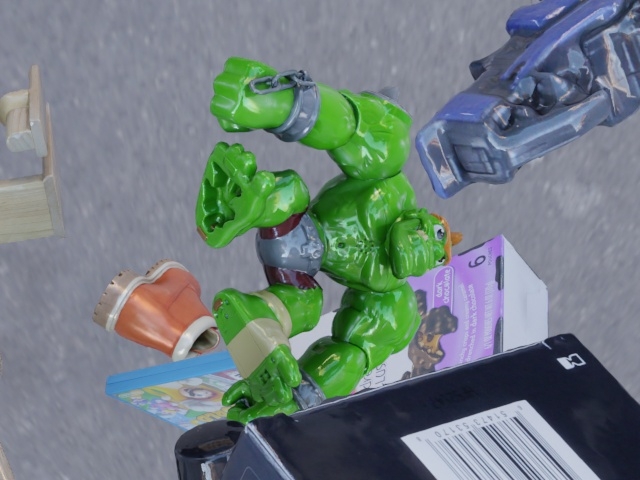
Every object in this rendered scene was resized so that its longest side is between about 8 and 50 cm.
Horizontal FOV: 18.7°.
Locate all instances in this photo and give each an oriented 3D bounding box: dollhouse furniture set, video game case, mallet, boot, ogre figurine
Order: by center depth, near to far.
[{"bbox_3d":[-0.111,0.140,0.884,0.189,0.039,0.062,-21,112,4],"label":"mallet"},{"bbox_3d":[0.000,0.000,0.955,0.118,0.097,0.197,-21,98,-38],"label":"ogre figurine"},{"bbox_3d":[-0.046,0.115,1.307,0.119,0.166,0.015,-15,59,35],"label":"video game case"},{"bbox_3d":[-0.110,0.060,1.483,0.084,0.158,0.059,28,101,9],"label":"boot"},{"bbox_3d":[-0.287,-0.082,1.519,0.151,0.144,0.123,-9,32,-4],"label":"dollhouse furniture set"}]

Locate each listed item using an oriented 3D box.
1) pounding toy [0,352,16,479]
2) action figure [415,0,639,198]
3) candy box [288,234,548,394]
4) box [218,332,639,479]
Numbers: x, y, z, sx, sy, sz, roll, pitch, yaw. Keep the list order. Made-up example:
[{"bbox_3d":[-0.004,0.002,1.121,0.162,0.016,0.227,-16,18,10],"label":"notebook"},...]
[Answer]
[{"bbox_3d":[-0.258,0.159,1.144,0.110,0.237,0.183,-5,70,-31],"label":"pounding toy"},{"bbox_3d":[0.196,-0.064,0.747,0.341,0.178,0.330,-40,44,-26],"label":"action figure"},{"bbox_3d":[0.066,0.107,1.417,0.196,0.070,0.165,-25,35,25],"label":"candy box"},{"bbox_3d":[0.031,0.129,0.653,0.156,0.158,0.093,-12,49,-41],"label":"box"}]
